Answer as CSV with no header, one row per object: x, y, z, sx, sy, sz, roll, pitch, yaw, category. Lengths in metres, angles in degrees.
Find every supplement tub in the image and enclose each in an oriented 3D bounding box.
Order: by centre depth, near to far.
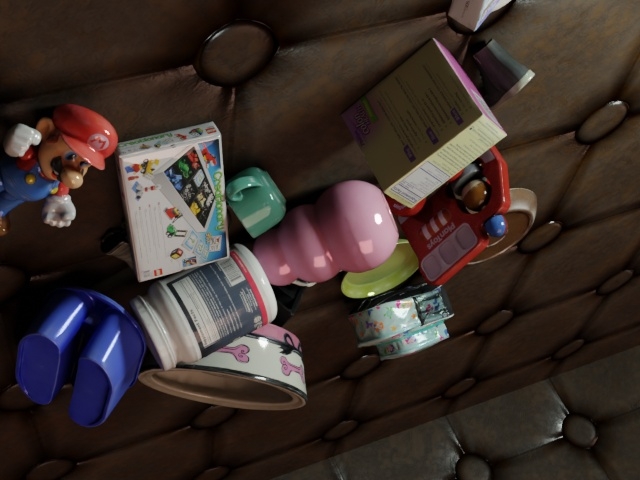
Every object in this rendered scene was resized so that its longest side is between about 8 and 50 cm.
-0.248,0.142,1.985,0.272,0.191,0.191,-27,152,-17,supplement tub

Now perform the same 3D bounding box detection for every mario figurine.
-0.468,-0.099,1.541,0.320,0.170,0.198,-30,-174,20,mario figurine

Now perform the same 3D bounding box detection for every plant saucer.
0.157,0.067,2.438,0.241,0.037,0.241,-20,149,-12,plant saucer
0.459,-0.023,2.526,0.310,0.050,0.310,-20,151,-12,plant saucer

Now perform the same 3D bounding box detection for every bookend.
-0.123,0.109,2.229,0.072,0.156,0.157,-47,-171,32,bookend

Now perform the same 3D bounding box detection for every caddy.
-0.508,0.239,1.996,0.179,0.241,0.341,-62,179,-43,caddy

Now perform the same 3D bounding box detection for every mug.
-0.128,-0.081,1.868,0.097,0.129,0.158,-34,-168,0,mug

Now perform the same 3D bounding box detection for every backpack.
0.210,0.221,2.535,0.253,0.191,0.225,-9,172,-32,backpack

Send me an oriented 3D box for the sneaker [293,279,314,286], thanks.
-0.029,0.069,2.238,0.258,0.091,0.094,2,140,-40,sneaker

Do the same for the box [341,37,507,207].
0.199,-0.227,1.828,0.243,0.213,0.117,-38,148,18,box

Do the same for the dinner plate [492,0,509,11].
0.330,-0.476,1.742,0.141,0.017,0.141,-21,149,-13,dinner plate

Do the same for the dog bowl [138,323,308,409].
-0.223,0.288,2.221,0.408,0.150,0.408,7,159,3,dog bowl

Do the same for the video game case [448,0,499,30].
0.314,-0.505,1.476,0.269,0.061,0.244,-52,167,-22,video game case

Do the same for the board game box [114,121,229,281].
-0.279,-0.069,1.786,0.193,0.053,0.305,-15,133,-19,board game box

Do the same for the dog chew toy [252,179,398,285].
0.000,0.000,2.058,0.332,0.206,0.206,-22,151,8,dog chew toy

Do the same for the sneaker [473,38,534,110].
0.361,-0.347,1.922,0.083,0.118,0.222,-44,180,-8,sneaker

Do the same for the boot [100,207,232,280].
-0.313,-0.012,1.902,0.246,0.083,0.161,-32,147,8,boot

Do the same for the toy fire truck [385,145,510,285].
0.311,-0.074,2.118,0.302,0.254,0.169,-42,147,26,toy fire truck
